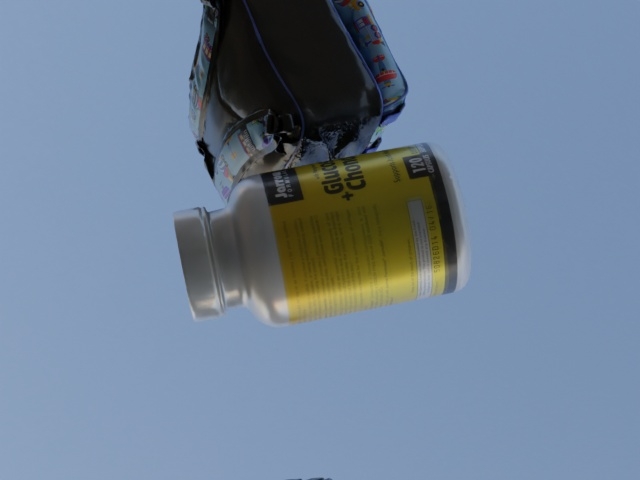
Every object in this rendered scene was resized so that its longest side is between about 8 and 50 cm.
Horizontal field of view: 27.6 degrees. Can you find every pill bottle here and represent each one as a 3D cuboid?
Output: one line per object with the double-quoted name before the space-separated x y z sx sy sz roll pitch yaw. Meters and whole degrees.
"pill bottle" 0.000 0.000 0.860 0.184 0.103 0.103 -11 -103 -5

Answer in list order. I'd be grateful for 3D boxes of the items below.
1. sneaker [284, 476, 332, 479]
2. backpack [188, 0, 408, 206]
"sneaker" -0.064 0.296 0.884 0.134 0.343 0.146 -15 -80 36
"backpack" -0.029 -0.101 0.973 0.158 0.117 0.173 64 -28 21
